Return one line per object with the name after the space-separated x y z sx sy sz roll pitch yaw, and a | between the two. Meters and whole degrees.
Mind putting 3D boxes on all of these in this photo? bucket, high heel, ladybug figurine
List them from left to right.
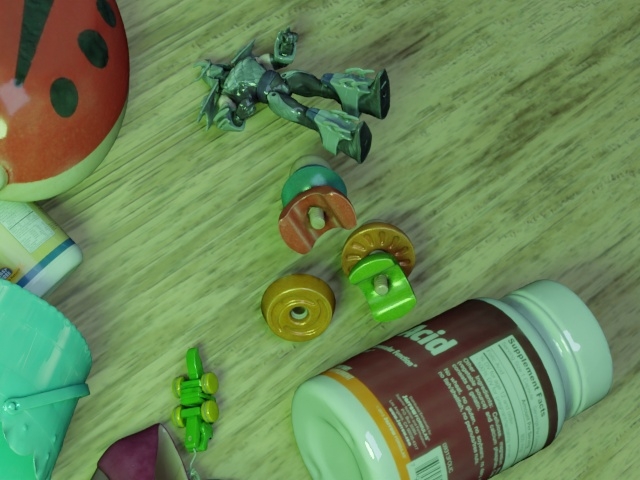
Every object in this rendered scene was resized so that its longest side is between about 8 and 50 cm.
-0.408 0.174 1.723 0.281 0.281 0.183 30 56 -10 | bucket
-0.372 -0.239 1.839 0.305 0.162 0.449 15 46 -21 | ladybug figurine
-0.150 0.313 1.737 0.181 0.377 0.127 -49 130 -24 | high heel

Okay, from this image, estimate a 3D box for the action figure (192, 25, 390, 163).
-0.050 -0.205 2.015 0.285 0.099 0.185 18 66 22 | action figure

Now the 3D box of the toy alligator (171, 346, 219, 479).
-0.156 0.234 1.919 0.051 0.056 0.190 31 51 -57 | toy alligator

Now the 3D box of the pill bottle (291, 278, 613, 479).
0.179 0.210 1.958 0.392 0.224 0.224 -24 84 -25 | pill bottle

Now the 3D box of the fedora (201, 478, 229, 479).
-0.112 0.455 1.817 0.334 0.152 0.334 6 73 -19 | fedora

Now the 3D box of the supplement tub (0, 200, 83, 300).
-0.410 -0.003 1.841 0.200 0.144 0.144 46 65 -3 | supplement tub

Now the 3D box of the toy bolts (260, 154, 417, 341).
0.000 0.000 2.005 0.218 0.158 0.228 -23 121 10 | toy bolts
